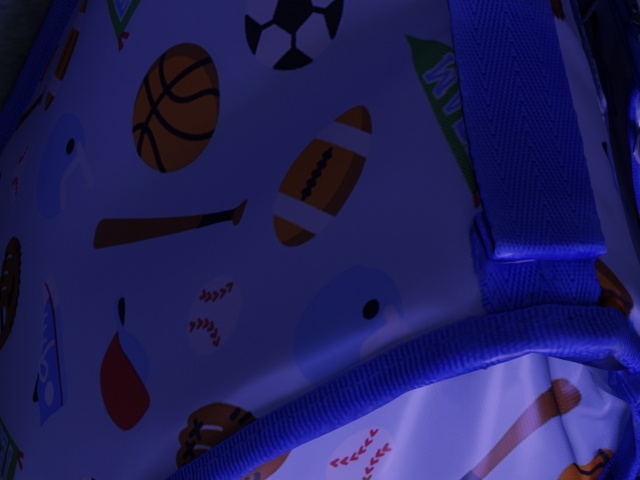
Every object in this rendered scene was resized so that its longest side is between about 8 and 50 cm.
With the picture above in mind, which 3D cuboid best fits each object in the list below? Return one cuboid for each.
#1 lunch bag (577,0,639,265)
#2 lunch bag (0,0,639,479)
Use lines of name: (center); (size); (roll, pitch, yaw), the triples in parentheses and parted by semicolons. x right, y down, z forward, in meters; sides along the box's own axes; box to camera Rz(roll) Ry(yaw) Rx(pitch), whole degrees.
lunch bag: (0.191, -0.002, 0.783); (0.115, 0.243, 0.303); (-14, 123, 8)
lunch bag: (0.000, 0.000, 0.755); (0.239, 0.327, 0.385); (5, 145, -22)
